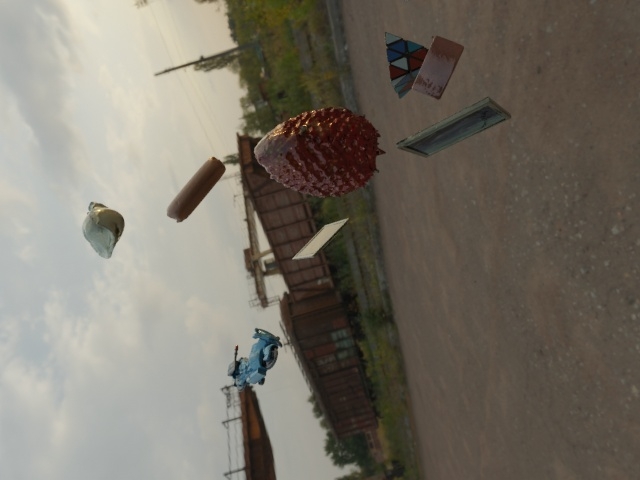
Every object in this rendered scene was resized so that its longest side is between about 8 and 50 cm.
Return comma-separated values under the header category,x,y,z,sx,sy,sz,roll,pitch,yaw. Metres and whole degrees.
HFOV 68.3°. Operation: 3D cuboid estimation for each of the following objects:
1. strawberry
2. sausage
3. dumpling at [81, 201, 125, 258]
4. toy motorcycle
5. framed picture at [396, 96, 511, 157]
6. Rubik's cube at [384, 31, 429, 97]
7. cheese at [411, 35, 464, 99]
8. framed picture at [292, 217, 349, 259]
category,x,y,z,sx,sy,sz,roll,pitch,yaw
strawberry,0.002,-0.256,1.337,0.343,0.292,0.292,-8,-100,-51
sausage,-0.465,-0.191,1.770,0.086,0.289,0.086,37,170,7
dumpling,-0.643,-0.020,1.388,0.155,0.111,0.181,-60,28,33
toy motorcycle,-0.231,0.421,1.689,0.123,0.272,0.182,28,-144,-28
framed picture,0.457,-0.377,1.620,0.247,0.335,0.022,0,-109,-54
Rubik's cube,0.357,-0.686,1.907,0.234,0.250,0.284,-49,-46,-44
cheese,0.418,-0.615,1.746,0.177,0.128,0.203,-63,-6,-10
framed picture,0.000,0.000,1.870,0.017,0.217,0.274,47,165,-10
